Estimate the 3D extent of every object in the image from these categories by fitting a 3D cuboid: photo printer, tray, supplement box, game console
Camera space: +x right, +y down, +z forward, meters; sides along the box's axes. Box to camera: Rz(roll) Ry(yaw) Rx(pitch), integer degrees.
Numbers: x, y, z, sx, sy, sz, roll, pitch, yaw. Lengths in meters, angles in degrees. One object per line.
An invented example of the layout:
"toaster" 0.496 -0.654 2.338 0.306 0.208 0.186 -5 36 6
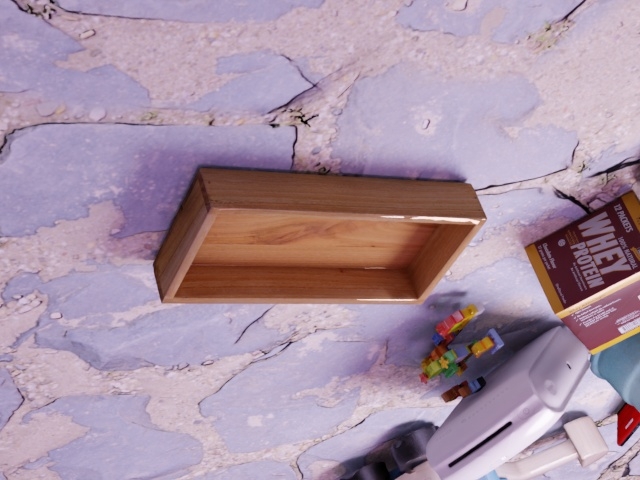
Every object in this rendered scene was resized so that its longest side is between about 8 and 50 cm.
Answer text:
"photo printer" 0.315 0.283 2.026 0.256 0.107 0.307 -42 176 28
"tray" 0.000 0.000 1.628 0.411 0.076 0.203 3 141 -28
"supplement box" 0.457 0.055 1.880 0.191 0.129 0.194 -29 145 15
"game console" 0.671 0.347 2.449 0.085 0.124 0.144 15 140 -2

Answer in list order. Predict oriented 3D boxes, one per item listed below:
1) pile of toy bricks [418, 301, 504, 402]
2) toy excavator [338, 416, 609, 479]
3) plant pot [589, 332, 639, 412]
"pile of toy bricks" 0.207 0.200 1.959 0.105 0.118 0.212 -22 159 -29
"toy excavator" 0.316 0.480 2.390 0.433 0.222 0.445 -37 156 24
"plant pot" 0.695 0.255 2.051 0.341 0.334 0.341 -21 146 -15
